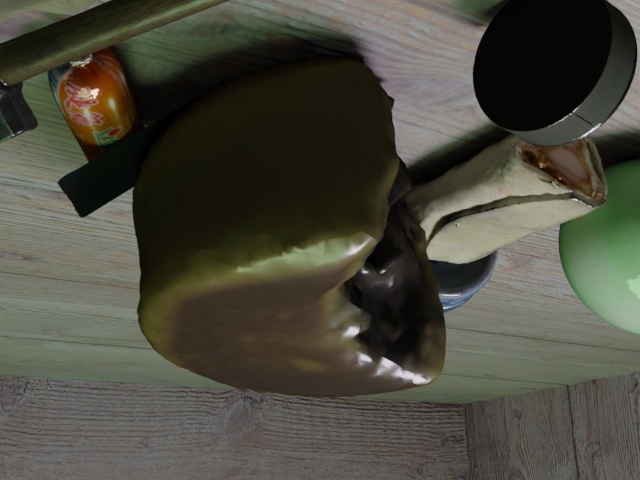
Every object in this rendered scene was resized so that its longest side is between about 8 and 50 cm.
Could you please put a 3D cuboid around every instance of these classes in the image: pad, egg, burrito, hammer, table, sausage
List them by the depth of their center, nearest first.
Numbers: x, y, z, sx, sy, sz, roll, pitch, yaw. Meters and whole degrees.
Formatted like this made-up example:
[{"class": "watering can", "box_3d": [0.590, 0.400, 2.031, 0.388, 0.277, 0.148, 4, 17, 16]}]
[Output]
[{"class": "hammer", "box_3d": [-0.142, -0.179, 0.728, 0.365, 0.111, 0.043, -16, -160, 19]}, {"class": "table", "box_3d": [0.194, -0.148, 0.770, 0.133, 0.133, 0.043, -18, 154, 41]}, {"class": "sausage", "box_3d": [-0.214, -0.127, 0.890, 0.071, 0.071, 0.234, -2, 163, -2]}, {"class": "pad", "box_3d": [-0.175, -0.091, 0.943, 0.193, 0.004, 0.116, -34, 167, -11]}, {"class": "burrito", "box_3d": [0.203, -0.051, 1.134, 0.143, 0.105, 0.299, 18, 156, -26]}, {"class": "egg", "box_3d": [0.415, 0.009, 1.148, 0.269, 0.220, 0.220, 15, 156, -42]}]

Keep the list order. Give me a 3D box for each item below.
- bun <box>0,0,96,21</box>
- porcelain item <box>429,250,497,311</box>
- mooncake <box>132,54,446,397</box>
[{"class": "bun", "box_3d": [-0.127, -0.205, 0.328, 0.359, 0.211, 0.360, -19, 162, -6]}, {"class": "porcelain item", "box_3d": [0.164, 0.024, 1.288, 0.147, 0.147, 0.114, 0, 162, -7]}, {"class": "mooncake", "box_3d": [0.000, 0.000, 0.972, 0.393, 0.246, 0.394, 7, 148, -27]}]
